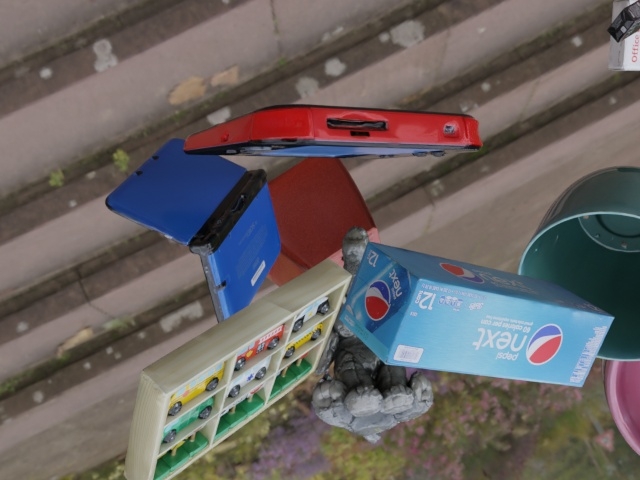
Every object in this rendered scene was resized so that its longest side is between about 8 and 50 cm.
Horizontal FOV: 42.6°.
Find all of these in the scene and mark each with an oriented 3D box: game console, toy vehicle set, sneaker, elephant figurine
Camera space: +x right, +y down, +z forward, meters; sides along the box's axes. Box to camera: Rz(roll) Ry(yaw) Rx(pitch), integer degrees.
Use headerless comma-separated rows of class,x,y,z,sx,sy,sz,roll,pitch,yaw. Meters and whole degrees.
game console,0.019,-0.153,1.285,0.387,0.060,0.342,-1,179,-30
toy vehicle set,-0.083,0.137,0.857,0.267,0.035,0.166,-30,149,-43
game console,-0.206,-0.020,1.419,0.174,0.250,0.293,-2,-152,18
sneaker,0.022,0.289,1.635,0.038,0.069,0.098,6,159,-39
elephant figurine,0.061,0.135,1.138,0.169,0.239,0.186,18,141,-42

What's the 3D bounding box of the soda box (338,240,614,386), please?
soda box,0.124,0.060,0.632,0.210,0.071,0.067,13,105,-33

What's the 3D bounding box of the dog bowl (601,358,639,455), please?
dog bowl,0.711,0.264,1.502,0.408,0.407,0.150,-35,170,30

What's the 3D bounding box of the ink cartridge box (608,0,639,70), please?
ink cartridge box,0.770,-0.462,1.840,0.220,0.160,0.092,0,-168,-5

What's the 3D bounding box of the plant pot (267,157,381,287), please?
plant pot,0.000,0.000,1.849,0.267,0.235,0.267,-33,143,-11

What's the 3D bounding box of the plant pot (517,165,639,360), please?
plant pot,0.496,0.013,1.357,0.293,0.293,0.235,-38,-168,41

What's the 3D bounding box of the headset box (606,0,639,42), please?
headset box,0.526,-0.372,1.357,0.083,0.032,0.062,-32,167,-17
